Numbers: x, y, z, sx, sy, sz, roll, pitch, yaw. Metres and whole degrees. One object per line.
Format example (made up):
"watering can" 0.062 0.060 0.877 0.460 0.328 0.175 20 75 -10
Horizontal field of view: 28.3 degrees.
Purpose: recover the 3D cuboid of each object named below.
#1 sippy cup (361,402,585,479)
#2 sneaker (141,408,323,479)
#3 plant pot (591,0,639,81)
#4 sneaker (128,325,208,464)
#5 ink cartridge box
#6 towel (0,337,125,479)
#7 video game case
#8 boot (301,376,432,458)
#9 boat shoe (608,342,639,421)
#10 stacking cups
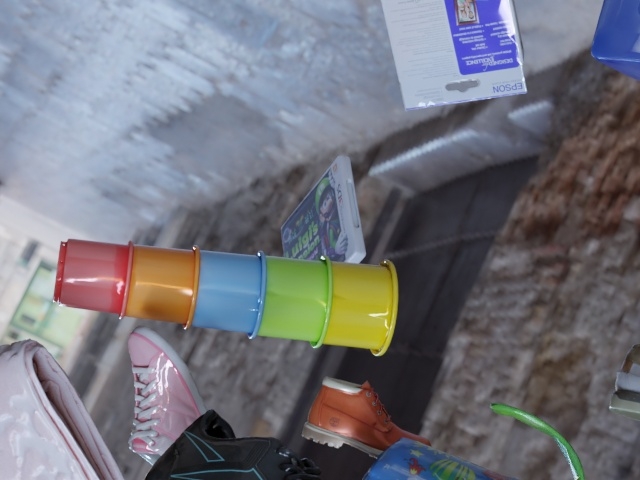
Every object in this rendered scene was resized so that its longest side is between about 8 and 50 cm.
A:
"sippy cup" 0.141 0.335 1.374 0.224 0.305 0.240 29 139 18
"sneaker" -0.035 0.194 0.894 0.267 0.106 0.101 16 158 44
"plant pot" 0.433 -0.245 1.215 0.236 0.236 0.212 12 -174 -42
"sneaker" -0.145 0.146 1.114 0.051 0.070 0.134 -4 118 51
"ink cartridge box" 0.209 -0.319 1.983 0.206 0.208 0.045 -5 -158 21
"towel" -0.302 0.265 1.155 0.331 0.053 0.317 -19 102 32
"video game case" 0.000 0.000 1.821 0.022 0.173 0.190 12 141 -26
"boot" 0.065 0.213 1.496 0.158 0.085 0.059 17 176 -1
"boat shoe" 0.533 0.202 1.654 0.302 0.103 0.113 10 166 26
"stacking cups" -0.088 0.047 1.188 0.316 0.096 0.096 7 175 -14
